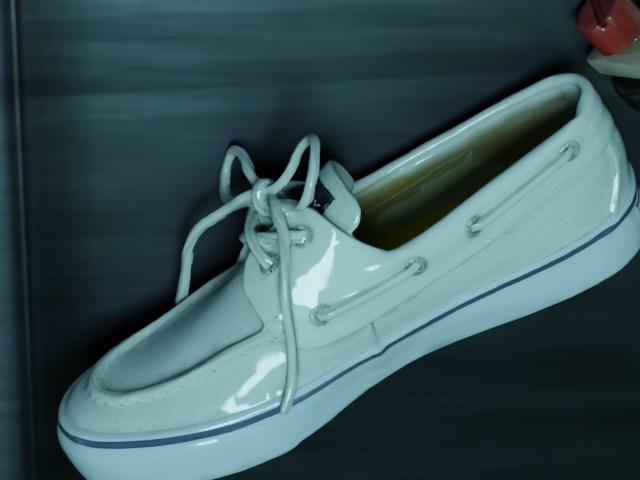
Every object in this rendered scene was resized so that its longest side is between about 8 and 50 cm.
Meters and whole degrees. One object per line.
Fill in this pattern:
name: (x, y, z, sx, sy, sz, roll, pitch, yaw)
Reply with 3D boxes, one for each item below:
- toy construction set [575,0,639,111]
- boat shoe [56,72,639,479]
toy construction set: (0.289, -0.089, 0.991, 0.257, 0.237, 0.309, -21, 125, 0)
boat shoe: (0.004, 0.004, 1.041, 0.367, 0.136, 0.156, -24, 124, -2)
